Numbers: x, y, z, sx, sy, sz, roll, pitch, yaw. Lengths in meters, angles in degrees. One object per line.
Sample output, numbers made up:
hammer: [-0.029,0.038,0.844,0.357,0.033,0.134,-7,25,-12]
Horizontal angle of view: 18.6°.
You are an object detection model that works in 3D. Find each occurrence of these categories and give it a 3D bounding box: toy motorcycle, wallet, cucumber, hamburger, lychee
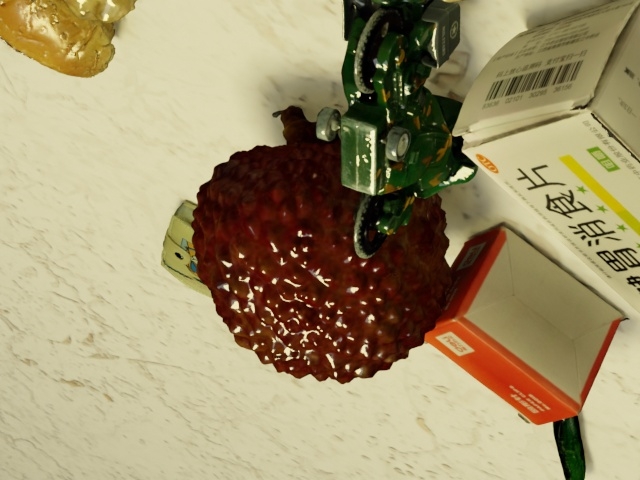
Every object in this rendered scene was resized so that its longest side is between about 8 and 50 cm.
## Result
toy motorcycle: [0.077,-0.127,1.791,0.124,0.187,0.275,19,133,23]
wallet: [-0.140,0.018,2.386,0.110,0.039,0.155,27,153,2]
cucumber: [0.298,0.243,2.352,0.036,0.033,0.184,38,160,34]
hamburger: [-0.283,-0.240,2.020,0.176,0.087,0.102,37,155,-9]
lychee: [0.000,0.000,1.993,0.264,0.300,0.264,-14,168,-3]

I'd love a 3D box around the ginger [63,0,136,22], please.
ginger: [-0.240,-0.277,1.889,0.193,0.123,0.115,13,170,42]

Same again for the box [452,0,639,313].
box: [0.297,-0.054,1.698,0.333,0.145,0.173,41,150,-23]

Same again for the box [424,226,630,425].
box: [0.210,0.092,2.058,0.182,0.133,0.099,36,155,-15]
